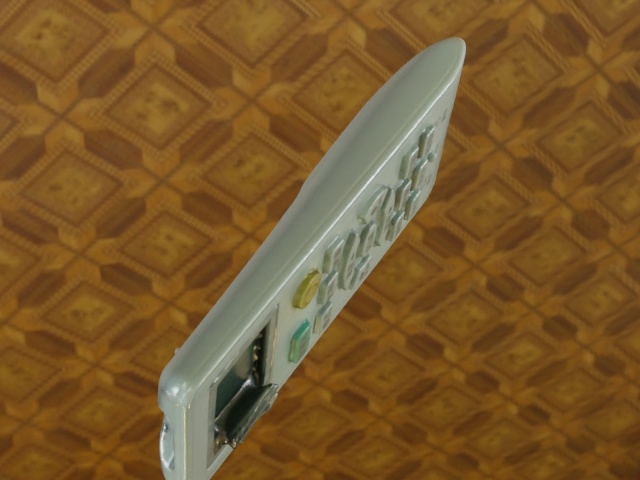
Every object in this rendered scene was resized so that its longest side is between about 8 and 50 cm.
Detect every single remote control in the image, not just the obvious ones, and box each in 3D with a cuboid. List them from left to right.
[{"bbox_3d":[0.001,0.001,0.599,0.051,0.293,0.103,25,142,15],"label":"remote control"}]
